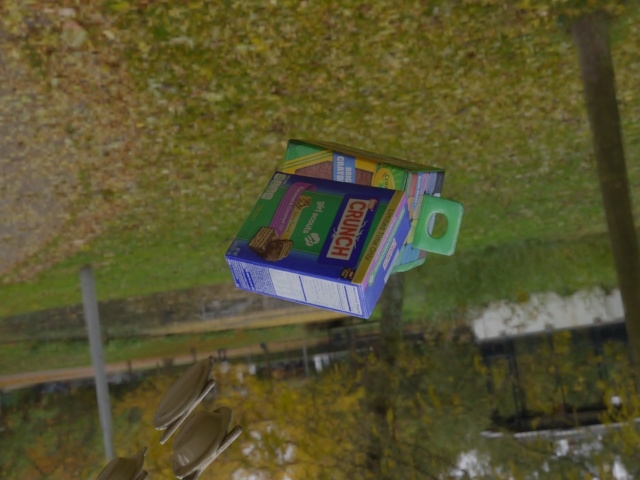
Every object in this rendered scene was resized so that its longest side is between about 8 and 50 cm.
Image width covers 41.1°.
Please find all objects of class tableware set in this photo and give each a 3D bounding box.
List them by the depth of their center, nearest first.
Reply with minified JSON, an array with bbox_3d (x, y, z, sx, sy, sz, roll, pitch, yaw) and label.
[{"bbox_3d":[-0.114,0.152,0.592,0.141,0.020,0.169,-47,-164,-3],"label":"tableware set"}]

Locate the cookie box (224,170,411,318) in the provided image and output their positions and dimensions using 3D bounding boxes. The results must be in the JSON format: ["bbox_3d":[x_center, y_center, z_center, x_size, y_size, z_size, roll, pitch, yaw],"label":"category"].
[{"bbox_3d":[0.000,0.000,0.618,0.107,0.091,0.040,11,142,23],"label":"cookie box"}]

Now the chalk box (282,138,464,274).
[{"bbox_3d":[0.067,-0.038,1.053,0.213,0.132,0.132,16,-169,25],"label":"chalk box"}]
